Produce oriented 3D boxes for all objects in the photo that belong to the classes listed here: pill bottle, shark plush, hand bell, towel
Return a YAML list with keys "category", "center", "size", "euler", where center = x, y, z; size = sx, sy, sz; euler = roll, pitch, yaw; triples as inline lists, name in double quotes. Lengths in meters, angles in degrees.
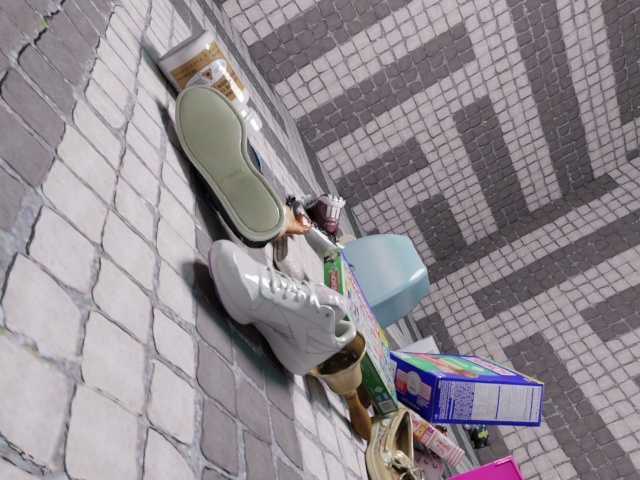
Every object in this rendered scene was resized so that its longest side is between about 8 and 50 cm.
- category: "pill bottle"
  center: [-0.229, -0.318, 1.170]
  size: [0.229, 0.131, 0.131]
  euler: [56, 10, -30]
- category: "shark plush"
  center: [-0.066, -0.111, 1.692]
  size: [0.161, 0.073, 0.067]
  euler: [-65, 157, -86]
- category: "hand bell"
  center: [0.058, 0.300, 1.045]
  size: [0.126, 0.126, 0.242]
  euler: [-101, 173, -63]
- category: "towel"
  center: [-0.045, 0.054, 1.309]
  size: [0.187, 0.049, 0.282]
  euler: [56, 10, -24]

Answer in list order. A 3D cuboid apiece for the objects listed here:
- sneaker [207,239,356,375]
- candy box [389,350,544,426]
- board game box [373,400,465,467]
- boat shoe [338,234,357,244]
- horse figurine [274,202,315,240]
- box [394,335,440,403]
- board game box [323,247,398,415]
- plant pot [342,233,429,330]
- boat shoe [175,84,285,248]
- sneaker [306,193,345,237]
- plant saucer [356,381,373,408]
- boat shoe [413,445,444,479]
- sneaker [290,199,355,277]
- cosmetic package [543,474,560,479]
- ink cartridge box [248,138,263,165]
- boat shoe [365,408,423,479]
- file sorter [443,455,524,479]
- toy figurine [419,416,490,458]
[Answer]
- category: "sneaker"
  center: [-0.053, 0.087, 0.841]
  size: [0.305, 0.152, 0.114]
  euler: [52, 15, -39]
- category: "candy box"
  center: [0.362, 0.378, 1.408]
  size: [0.268, 0.317, 0.122]
  euler: [-172, -89, -70]
- category: "board game box"
  center: [0.228, 0.443, 1.291]
  size: [0.147, 0.045, 0.193]
  euler: [42, -11, -25]
- category: "boat shoe"
  center: [0.174, 0.123, 2.105]
  size: [0.324, 0.117, 0.097]
  euler: [58, 11, 20]
- category: "horse figurine"
  center: [-0.112, -0.061, 1.176]
  size: [0.174, 0.066, 0.263]
  euler: [57, 18, -4]
- category: "box"
  center: [0.285, 0.393, 1.655]
  size: [0.119, 0.181, 0.182]
  euler: [64, 9, 2]
- category: "board game box"
  center: [0.088, 0.199, 1.193]
  size: [0.213, 0.046, 0.317]
  euler: [-90, 156, -56]
- category: "plant pot"
  center: [0.205, 0.119, 1.744]
  size: [0.247, 0.252, 0.247]
  euler: [61, 4, -59]
- category: "boat shoe"
  center: [-0.171, -0.131, 1.005]
  size: [0.340, 0.127, 0.113]
  euler: [56, -22, 15]
- category: "sneaker"
  center: [-0.003, -0.046, 1.762]
  size: [0.281, 0.107, 0.162]
  euler: [144, -45, -77]
- category: "plant saucer"
  center: [0.085, 0.258, 1.301]
  size: [0.278, 0.041, 0.277]
  euler: [-19, 90, -79]
- category: "boat shoe"
  center: [0.244, 0.534, 1.277]
  size: [0.277, 0.096, 0.098]
  euler: [58, 13, -13]
- category: "sneaker"
  center: [0.000, 0.000, 1.541]
  size: [0.271, 0.108, 0.100]
  euler: [58, 11, -9]
- category: "cosmetic package"
  center: [0.432, 0.669, 1.222]
  size: [0.160, 0.310, 0.113]
  euler: [65, 10, 26]
- category: "ink cartridge box"
  center: [-0.188, -0.188, 1.127]
  size: [0.122, 0.089, 0.052]
  euler: [59, 10, -13]
- category: "boat shoe"
  center: [0.150, 0.433, 1.094]
  size: [0.104, 0.089, 0.285]
  euler: [59, 10, -15]
- category: "file sorter"
  center: [0.323, 0.613, 1.051]
  size: [0.182, 0.202, 0.290]
  euler: [106, -32, -53]
- category: "toy figurine"
  center: [0.428, 0.595, 1.737]
  size: [0.213, 0.210, 0.148]
  euler: [42, 31, -67]
